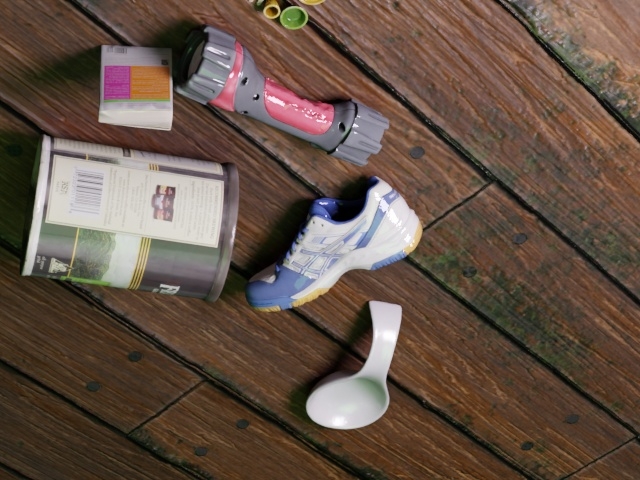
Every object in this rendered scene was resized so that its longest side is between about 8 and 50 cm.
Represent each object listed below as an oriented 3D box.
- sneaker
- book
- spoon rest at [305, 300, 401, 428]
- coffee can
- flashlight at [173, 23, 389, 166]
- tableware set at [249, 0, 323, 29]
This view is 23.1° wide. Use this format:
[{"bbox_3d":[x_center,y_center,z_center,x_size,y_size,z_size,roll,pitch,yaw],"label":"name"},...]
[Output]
[{"bbox_3d":[0.000,0.000,2.346,0.296,0.112,0.131,-27,113,17],"label":"sneaker"},{"bbox_3d":[-0.245,-0.207,2.077,0.096,0.144,0.035,3,133,-8],"label":"book"},{"bbox_3d":[0.064,0.221,2.558,0.137,0.084,0.276,10,131,-14],"label":"spoon rest"},{"bbox_3d":[-0.270,-0.031,2.203,0.275,0.201,0.201,9,132,-13],"label":"coffee can"},{"bbox_3d":[-0.048,-0.195,2.144,0.304,0.103,0.103,20,98,-25],"label":"flashlight"},{"bbox_3d":[-0.026,-0.345,2.053,0.104,0.024,0.154,24,126,-26],"label":"tableware set"}]
